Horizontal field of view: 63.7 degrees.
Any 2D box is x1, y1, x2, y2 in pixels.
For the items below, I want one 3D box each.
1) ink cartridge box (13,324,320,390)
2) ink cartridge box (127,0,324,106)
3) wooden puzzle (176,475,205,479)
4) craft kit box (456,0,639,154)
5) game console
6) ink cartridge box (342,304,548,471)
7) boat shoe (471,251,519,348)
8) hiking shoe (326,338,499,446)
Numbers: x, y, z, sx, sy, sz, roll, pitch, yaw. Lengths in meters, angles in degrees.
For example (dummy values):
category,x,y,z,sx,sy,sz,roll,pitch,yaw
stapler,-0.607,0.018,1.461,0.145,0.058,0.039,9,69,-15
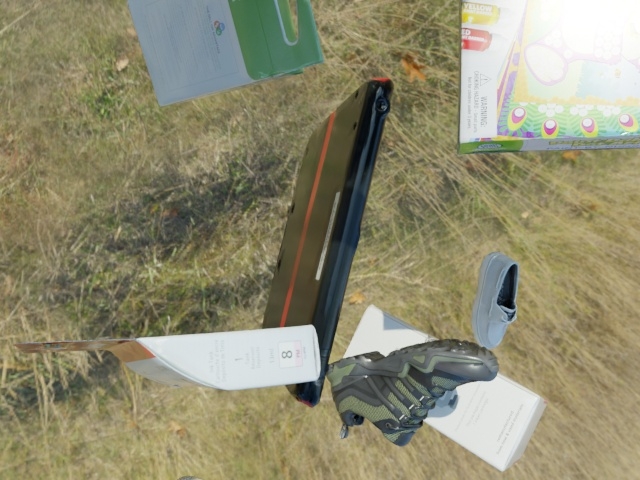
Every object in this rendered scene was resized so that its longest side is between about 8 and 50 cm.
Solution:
category,x,y,z,sx,sy,sz,roll,pitch,yaw
ink cartridge box,-0.145,0.117,0.479,0.233,0.066,0.189,-3,168,-28
ink cartridge box,-0.082,-0.204,0.495,0.062,0.210,0.108,-34,116,-52
wooden puzzle,-0.124,0.574,0.777,0.348,0.080,0.321,22,75,2
craft kit box,0.239,-0.198,0.418,0.247,0.061,0.249,0,87,12
game console,0.000,0.000,0.725,0.060,0.342,0.386,14,87,-14
ink cartridge box,0.201,0.231,0.835,0.117,0.283,0.207,-62,148,-3
boat shoe,0.315,0.113,0.905,0.066,0.063,0.184,-1,105,-25
hiking shoe,0.113,0.186,0.628,0.227,0.114,0.086,-18,169,35
